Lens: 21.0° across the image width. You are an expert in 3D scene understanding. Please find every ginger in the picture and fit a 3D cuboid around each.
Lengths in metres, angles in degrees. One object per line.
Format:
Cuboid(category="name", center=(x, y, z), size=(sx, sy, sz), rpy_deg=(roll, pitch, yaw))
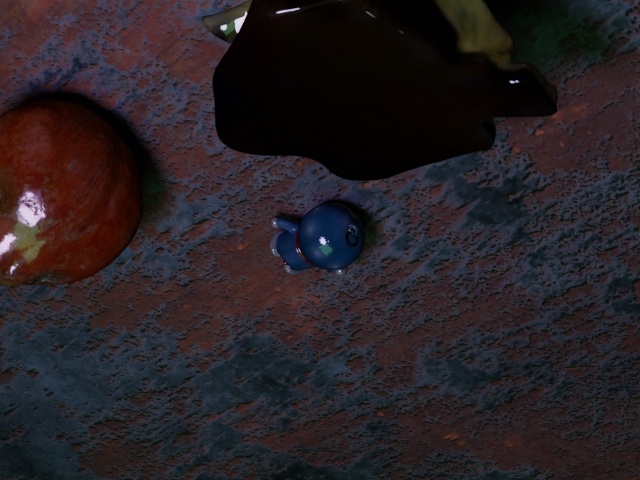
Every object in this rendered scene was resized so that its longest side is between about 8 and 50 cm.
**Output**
Cuboid(category="ginger", center=(0.068, -0.241, 1.879), size=(0.358, 0.211, 0.413), rpy_deg=(19, 150, -20))

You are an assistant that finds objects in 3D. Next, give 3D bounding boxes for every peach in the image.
Cuboid(category="peach", center=(-0.351, -0.046, 2.174), size=(0.232, 0.257, 0.232), rpy_deg=(10, 134, 11))

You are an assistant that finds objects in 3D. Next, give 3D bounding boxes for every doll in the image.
Cuboid(category="doll", center=(0.000, 0.000, 2.223), size=(0.114, 0.085, 0.152), rpy_deg=(49, 142, -15))
